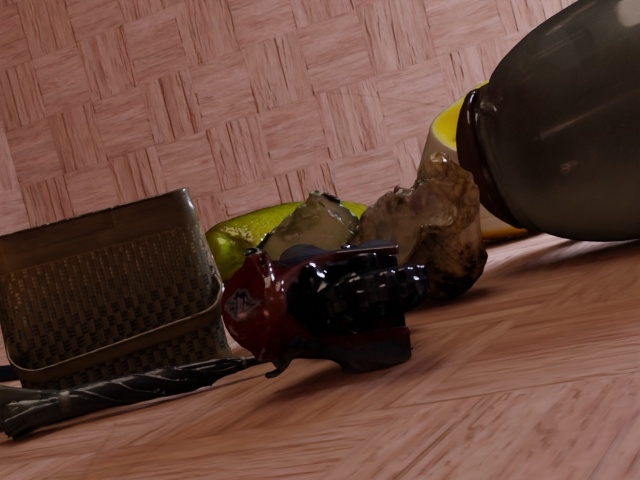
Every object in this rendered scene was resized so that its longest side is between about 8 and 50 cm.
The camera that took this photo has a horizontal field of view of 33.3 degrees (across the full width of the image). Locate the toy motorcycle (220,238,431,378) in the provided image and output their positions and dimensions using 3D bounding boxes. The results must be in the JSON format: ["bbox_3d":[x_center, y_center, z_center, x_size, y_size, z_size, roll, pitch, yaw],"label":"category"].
[{"bbox_3d":[0.004,0.044,0.685,0.122,0.082,0.213,-4,-6,1],"label":"toy motorcycle"}]

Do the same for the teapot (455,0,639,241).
[{"bbox_3d":[0.290,-0.097,0.948,0.312,0.233,0.315,-19,-29,25],"label":"teapot"}]

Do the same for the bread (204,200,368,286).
[{"bbox_3d":[-0.057,-0.008,1.836,0.166,0.112,0.383,-13,2,39],"label":"bread"}]

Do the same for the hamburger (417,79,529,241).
[{"bbox_3d":[0.252,-0.104,1.345,0.227,0.151,0.295,11,31,37],"label":"hamburger"}]

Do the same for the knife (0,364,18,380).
[{"bbox_3d":[-0.346,0.144,1.169,0.121,0.018,0.031,-12,-3,42],"label":"knife"}]

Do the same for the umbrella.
[{"bbox_3d":[-0.158,0.104,0.726,0.269,0.044,0.044,-15,33,1],"label":"umbrella"}]

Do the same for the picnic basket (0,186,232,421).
[{"bbox_3d":[-0.170,0.048,0.885,0.165,0.139,0.267,-15,2,-9],"label":"picnic basket"}]

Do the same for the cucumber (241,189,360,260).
[{"bbox_3d":[-0.001,0.003,1.446,0.145,0.105,0.325,-41,-1,6],"label":"cucumber"}]

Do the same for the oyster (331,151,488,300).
[{"bbox_3d":[0.057,0.020,0.901,0.161,0.107,0.233,-23,-11,-39],"label":"oyster"}]
